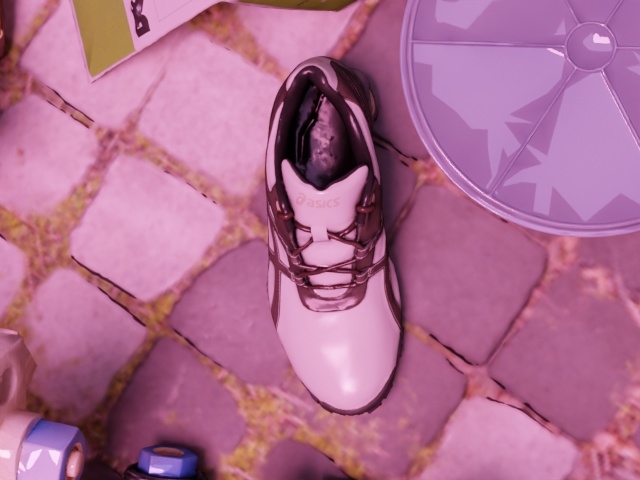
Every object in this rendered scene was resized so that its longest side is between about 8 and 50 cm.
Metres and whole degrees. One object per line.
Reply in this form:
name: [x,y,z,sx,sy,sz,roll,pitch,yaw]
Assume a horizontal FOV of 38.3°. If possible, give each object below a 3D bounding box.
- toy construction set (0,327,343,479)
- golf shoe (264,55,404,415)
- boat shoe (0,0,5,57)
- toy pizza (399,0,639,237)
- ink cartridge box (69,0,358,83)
toy construction set: [-0.044,0.161,0.432,0.328,0.215,0.151,23,92,8]
golf shoe: [0.000,0.000,0.490,0.077,0.094,0.198,-8,90,7]
boat shoe: [-0.221,-0.205,0.540,0.073,0.073,0.206,5,95,49]
toy pizza: [0.144,-0.102,0.500,0.201,0.032,0.201,0,90,8]
ink cartridge box: [-0.043,-0.215,0.506,0.255,0.097,0.188,-17,87,42]
